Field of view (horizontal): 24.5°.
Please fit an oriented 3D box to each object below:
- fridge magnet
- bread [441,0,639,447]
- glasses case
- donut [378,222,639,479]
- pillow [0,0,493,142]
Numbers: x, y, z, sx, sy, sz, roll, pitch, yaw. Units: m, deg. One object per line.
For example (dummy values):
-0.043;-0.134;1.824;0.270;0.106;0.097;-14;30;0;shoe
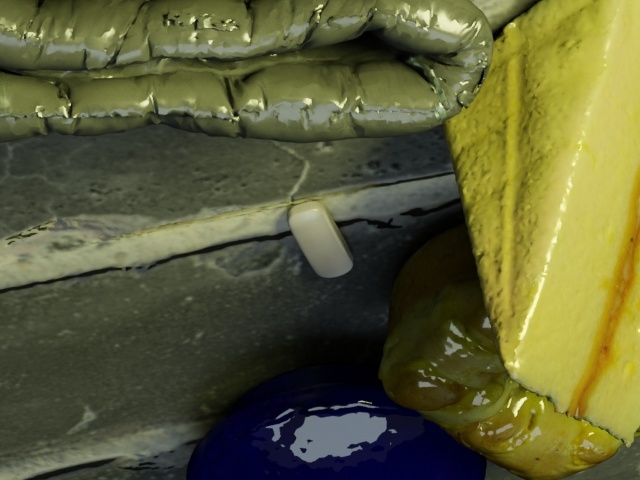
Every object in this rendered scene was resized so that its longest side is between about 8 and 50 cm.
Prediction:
0.014;0.201;1.299;0.265;0.112;0.265;-4;138;-4;fridge magnet
0.199;-0.025;0.966;0.163;0.264;0.168;-33;137;29;bread
0.000;0.000;1.143;0.032;0.021;0.083;-20;137;11;glasses case
0.177;0.082;1.178;0.208;0.128;0.261;-34;131;26;donut
-0.079;-0.115;0.859;0.326;0.228;0.101;2;104;-8;pillow
